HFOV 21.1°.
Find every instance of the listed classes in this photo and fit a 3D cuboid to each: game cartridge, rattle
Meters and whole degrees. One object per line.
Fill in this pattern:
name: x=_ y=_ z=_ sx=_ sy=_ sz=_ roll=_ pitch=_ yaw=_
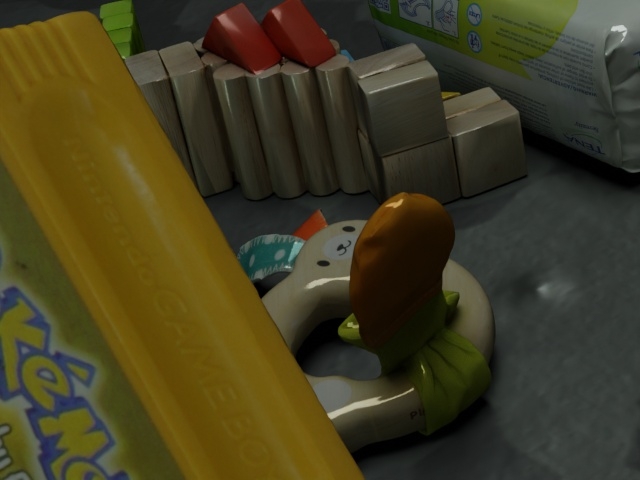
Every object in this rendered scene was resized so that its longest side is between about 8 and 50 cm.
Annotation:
game cartridge: x=-0.127 y=0.064 z=0.606 sx=0.052 sy=0.285 sz=0.323 roll=-35 pitch=-7 yaw=38
rattle: x=0.000 y=0.000 z=0.842 sx=0.130 sy=0.143 sz=0.200 roll=-30 pitch=38 yaw=7

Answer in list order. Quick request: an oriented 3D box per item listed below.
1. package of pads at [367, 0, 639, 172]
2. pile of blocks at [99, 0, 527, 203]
package of pads: x=0.210 y=-0.164 z=1.048 sx=0.296 sy=0.101 sz=0.229 roll=-31 pitch=35 yaw=-24
pile of blocks: x=-0.053 y=-0.101 z=1.031 sx=0.362 sy=0.113 sz=0.149 roll=2 pitch=36 yaw=22
